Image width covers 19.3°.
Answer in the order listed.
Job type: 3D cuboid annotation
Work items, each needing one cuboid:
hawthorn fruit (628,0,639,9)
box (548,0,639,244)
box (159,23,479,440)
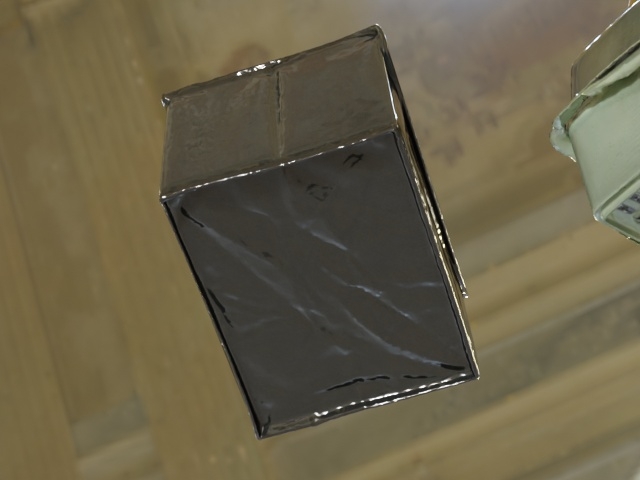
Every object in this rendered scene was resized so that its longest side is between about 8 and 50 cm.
[{"bbox_3d":[0.540,-0.215,1.970,0.472,0.472,0.472,-14,-35,-10],"label":"hawthorn fruit"},{"bbox_3d":[0.337,-0.081,1.428,0.290,0.166,0.220,23,-47,-32],"label":"box"},{"bbox_3d":[0.000,-0.001,1.953,0.251,0.204,0.345,-16,-57,8],"label":"box"}]
